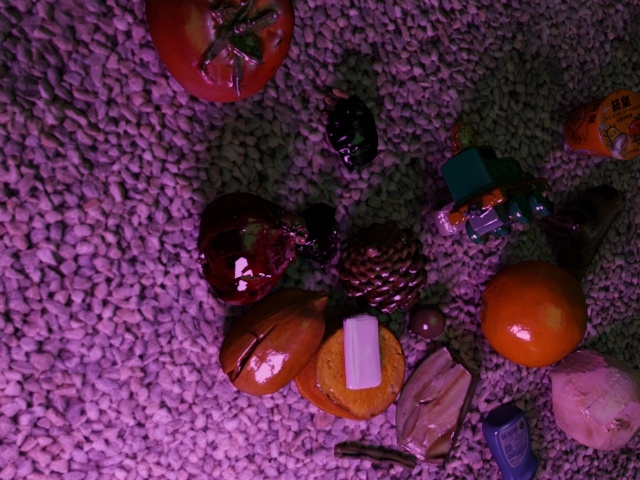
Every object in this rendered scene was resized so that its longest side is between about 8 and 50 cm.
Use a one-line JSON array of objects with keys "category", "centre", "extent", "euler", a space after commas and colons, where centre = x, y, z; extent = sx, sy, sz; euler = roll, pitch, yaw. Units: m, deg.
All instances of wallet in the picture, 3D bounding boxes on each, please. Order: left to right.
[{"category": "wallet", "centre": [0.104, 0.275, 1.581], "extent": [0.095, 0.033, 0.190], "euler": [-1, 88, -22]}]

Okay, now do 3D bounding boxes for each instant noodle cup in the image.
[{"category": "instant noodle cup", "centre": [0.884, -0.353, 1.976], "extent": [0.215, 0.172, 0.216], "euler": [-1, 93, -23]}]

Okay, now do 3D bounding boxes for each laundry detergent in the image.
[{"category": "laundry detergent", "centre": [0.600, 0.664, 1.966], "extent": [0.143, 0.094, 0.290], "euler": [-26, 106, -26]}]

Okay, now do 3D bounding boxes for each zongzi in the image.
[{"category": "zongzi", "centre": [0.861, -0.007, 2.024], "extent": [0.286, 0.134, 0.288], "euler": [-31, 118, -23]}]

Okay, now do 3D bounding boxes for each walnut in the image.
[{"category": "walnut", "centre": [-0.103, 0.234, 1.550], "extent": [0.336, 0.209, 0.209], "euler": [-43, 110, 13]}]

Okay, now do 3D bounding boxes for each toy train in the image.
[{"category": "toy train", "centre": [0.485, -0.139, 1.761], "extent": [0.429, 0.178, 0.249], "euler": [-14, 76, -50]}]

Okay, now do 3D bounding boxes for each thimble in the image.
[{"category": "thimble", "centre": [0.372, -0.078, 1.810], "extent": [0.090, 0.102, 0.115], "euler": [63, 34, -15]}]

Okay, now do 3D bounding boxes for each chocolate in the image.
[{"category": "chocolate", "centre": [0.000, 0.000, 1.651], "extent": [0.156, 0.156, 0.133], "euler": [-48, 128, -14]}]

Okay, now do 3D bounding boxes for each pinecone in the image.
[{"category": "pinecone", "centre": [0.165, 0.086, 1.668], "extent": [0.243, 0.243, 0.257], "euler": [-25, 124, -20]}]

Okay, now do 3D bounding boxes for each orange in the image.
[{"category": "orange", "centre": [0.610, 0.210, 1.828], "extent": [0.312, 0.312, 0.312], "euler": [-1, 94, -23]}]

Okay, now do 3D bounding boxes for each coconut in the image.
[{"category": "coconut", "centre": [0.880, 0.505, 1.984], "extent": [0.297, 0.254, 0.297], "euler": [-1, 92, -22]}]

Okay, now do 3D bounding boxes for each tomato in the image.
[{"category": "tomato", "centre": [-0.230, -0.485, 1.444], "extent": [0.341, 0.272, 0.341], "euler": [-10, 108, -31]}]

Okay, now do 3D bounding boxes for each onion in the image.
[{"category": "onion", "centre": [-0.183, 0.022, 1.519], "extent": [0.280, 0.221, 0.281], "euler": [0, 91, -3]}]

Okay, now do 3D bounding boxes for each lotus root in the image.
[{"category": "lotus root", "centre": [0.337, 0.470, 1.821], "extent": [0.210, 0.142, 0.314], "euler": [33, 83, 16]}]

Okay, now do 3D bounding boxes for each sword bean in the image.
[{"category": "sword bean", "centre": [0.160, 0.617, 1.798], "extent": [0.269, 0.038, 0.043], "euler": [19, 80, -24]}]

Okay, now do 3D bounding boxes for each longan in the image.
[{"category": "longan", "centre": [0.301, 0.235, 1.809], "extent": [0.106, 0.106, 0.119], "euler": [40, 117, -20]}]

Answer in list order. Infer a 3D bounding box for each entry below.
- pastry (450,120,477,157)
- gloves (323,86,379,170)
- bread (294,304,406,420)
[{"category": "pastry", "centre": [0.420, -0.275, 1.848], "extent": [0.080, 0.056, 0.140], "euler": [2, 99, -16]}, {"category": "gloves", "centre": [0.077, -0.306, 1.672], "extent": [0.164, 0.124, 0.203], "euler": [-42, 117, -35]}, {"category": "bread", "centre": [0.085, 0.326, 1.674], "extent": [0.312, 0.172, 0.312], "euler": [0, 91, -24]}]
